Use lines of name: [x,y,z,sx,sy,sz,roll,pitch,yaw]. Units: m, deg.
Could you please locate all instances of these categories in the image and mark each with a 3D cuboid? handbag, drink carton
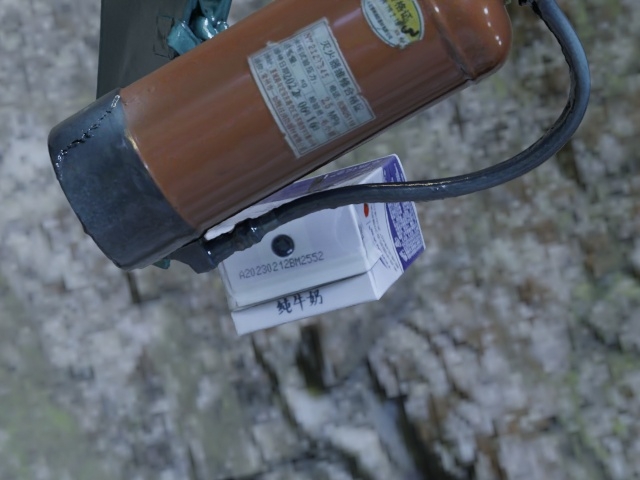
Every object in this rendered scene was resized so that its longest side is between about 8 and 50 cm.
handbag: [-0.180,-0.150,1.770,0.238,0.089,0.327,26,-69,60]
drink carton: [0.001,0.000,1.420,0.222,0.134,0.102,-37,113,-72]

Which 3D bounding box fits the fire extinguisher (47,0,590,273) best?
fire extinguisher: [0.023,-0.098,1.054,0.200,0.376,0.113,49,16,-47]
